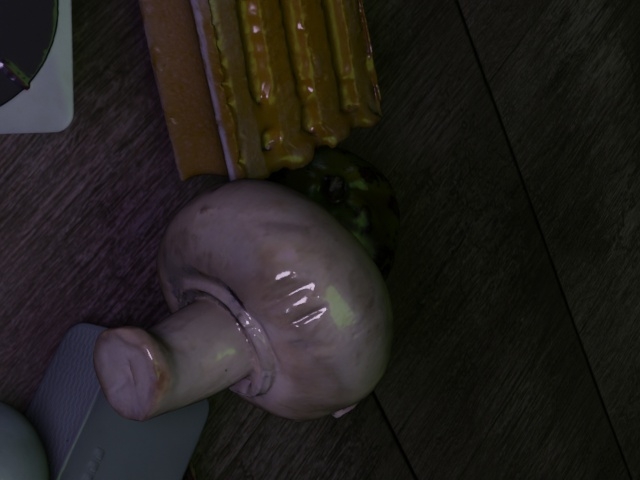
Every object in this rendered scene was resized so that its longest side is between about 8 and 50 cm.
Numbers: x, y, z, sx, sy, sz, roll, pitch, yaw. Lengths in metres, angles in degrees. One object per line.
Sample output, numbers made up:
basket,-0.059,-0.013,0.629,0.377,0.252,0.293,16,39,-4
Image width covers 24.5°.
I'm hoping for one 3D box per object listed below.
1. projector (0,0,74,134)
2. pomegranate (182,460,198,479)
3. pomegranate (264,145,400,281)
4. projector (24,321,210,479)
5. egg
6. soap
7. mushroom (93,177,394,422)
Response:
projector,-0.379,-0.234,1.461,0.257,0.079,0.259,-3,102,-18
pomegranate,-0.175,0.403,1.852,0.198,0.246,0.198,-43,173,-6
pomegranate,0.017,0.003,1.966,0.276,0.204,0.222,54,43,-45
projector,-0.260,0.251,1.757,0.198,0.108,0.250,41,65,-46
egg,-0.367,0.263,1.583,0.149,0.149,0.192,18,57,-51
soap,-0.074,-0.259,1.835,0.293,0.156,0.335,-34,123,-39
mushroom,-0.076,0.061,1.701,0.356,0.315,0.315,24,79,-45
